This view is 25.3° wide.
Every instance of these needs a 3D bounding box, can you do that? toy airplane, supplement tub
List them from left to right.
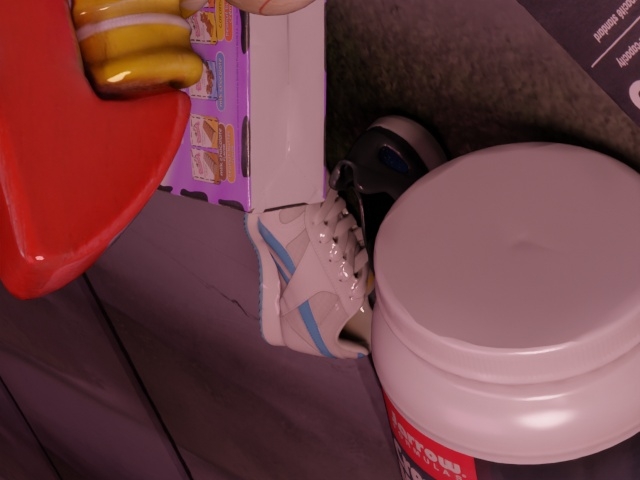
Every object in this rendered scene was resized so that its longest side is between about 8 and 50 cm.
[{"bbox_3d":[-0.117,-0.203,0.777,0.386,0.272,0.384,-122,44,-61],"label":"toy airplane"},{"bbox_3d":[0.135,0.095,0.881,0.191,0.191,0.272,27,147,36],"label":"supplement tub"}]

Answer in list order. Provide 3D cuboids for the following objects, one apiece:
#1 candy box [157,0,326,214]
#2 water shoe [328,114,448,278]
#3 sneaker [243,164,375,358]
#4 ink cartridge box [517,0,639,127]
[{"bbox_3d":[-0.083,-0.116,0.990,0.196,0.070,0.165,15,109,48],"label":"candy box"},{"bbox_3d":[0.068,0.011,0.994,0.073,0.080,0.203,7,132,54],"label":"water shoe"},{"bbox_3d":[0.000,0.000,1.095,0.092,0.087,0.229,13,139,19],"label":"sneaker"},{"bbox_3d":[0.152,-0.155,0.668,0.333,0.065,0.165,45,153,5],"label":"ink cartridge box"}]
